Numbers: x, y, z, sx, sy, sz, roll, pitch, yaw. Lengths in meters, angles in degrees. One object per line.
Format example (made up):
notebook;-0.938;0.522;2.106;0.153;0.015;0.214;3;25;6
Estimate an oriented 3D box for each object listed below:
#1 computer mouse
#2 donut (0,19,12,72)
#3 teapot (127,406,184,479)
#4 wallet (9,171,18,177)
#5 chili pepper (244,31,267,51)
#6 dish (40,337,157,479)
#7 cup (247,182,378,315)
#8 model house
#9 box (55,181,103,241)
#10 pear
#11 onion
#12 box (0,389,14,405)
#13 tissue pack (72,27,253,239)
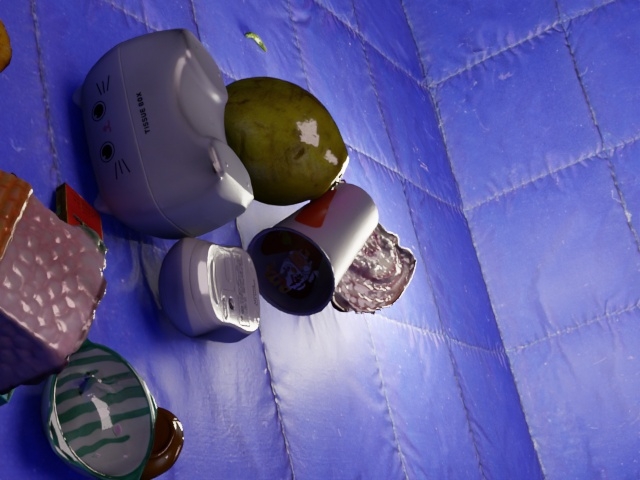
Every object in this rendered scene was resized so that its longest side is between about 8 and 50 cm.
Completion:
computer mouse;-0.200;0.092;1.724;0.297;0.121;0.184;15;64;-77
donut;-0.528;-0.300;1.469;0.152;0.058;0.152;46;31;-38
teapot;-0.259;0.310;1.477;0.098;0.078;0.129;22;47;-1
wallet;-0.418;0.001;1.413;0.161;0.042;0.195;59;7;-28
chili pepper;-0.159;-0.489;2.423;0.083;0.017;0.030;26;55;-53
dish;-0.330;0.233;1.380;0.224;0.078;0.246;-14;82;-63
cup;0.000;0.000;2.026;0.203;0.203;0.288;61;38;-12
model house;-0.409;0.034;1.112;0.237;0.236;0.202;48;36;-33
box;-0.373;-0.022;1.535;0.090;0.023;0.133;48;14;-37
pear;-0.097;-0.198;2.000;0.321;0.269;0.269;31;21;14
onion;0.043;0.035;2.251;0.314;0.146;0.280;54;49;-9
box;-0.464;0.087;1.282;0.226;0.042;0.161;52;30;-28
tissue pack;-0.271;-0.170;1.679;0.229;0.235;0.333;44;29;-67
